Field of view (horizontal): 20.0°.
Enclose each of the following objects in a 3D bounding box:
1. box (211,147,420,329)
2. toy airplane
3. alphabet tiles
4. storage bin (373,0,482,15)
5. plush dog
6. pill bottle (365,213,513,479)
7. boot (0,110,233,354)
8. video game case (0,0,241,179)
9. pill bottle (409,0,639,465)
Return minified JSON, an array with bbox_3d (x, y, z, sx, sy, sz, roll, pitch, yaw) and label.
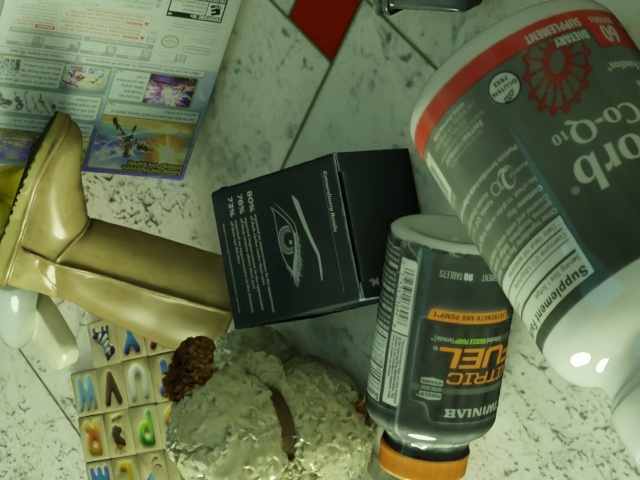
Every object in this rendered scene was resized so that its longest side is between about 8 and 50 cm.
[{"bbox_3d":[0.000,0.000,1.862,0.207,0.108,0.153,-13,85,47],"label":"box"},{"bbox_3d":[-0.426,-0.041,2.199,0.386,0.272,0.384,1,96,47],"label":"toy airplane"},{"bbox_3d":[-0.203,0.256,2.188,0.285,0.011,0.342,-14,84,47],"label":"alphabet tiles"},{"bbox_3d":[0.112,-0.278,1.725,0.091,0.098,0.135,12,110,21],"label":"storage bin"},{"bbox_3d":[-0.058,0.202,1.863,0.210,0.225,0.262,-23,77,47],"label":"plush dog"},{"bbox_3d":[0.114,0.107,1.737,0.130,0.130,0.245,22,112,44],"label":"pill bottle"},{"bbox_3d":[-0.206,-0.003,1.987,0.089,0.269,0.236,-85,18,-54],"label":"boot"},{"bbox_3d":[-0.246,-0.193,1.985,0.061,0.269,0.244,54,132,49],"label":"video game case"},{"bbox_3d":[0.245,-0.007,1.521,0.210,0.210,0.363,-50,60,39],"label":"pill bottle"}]
